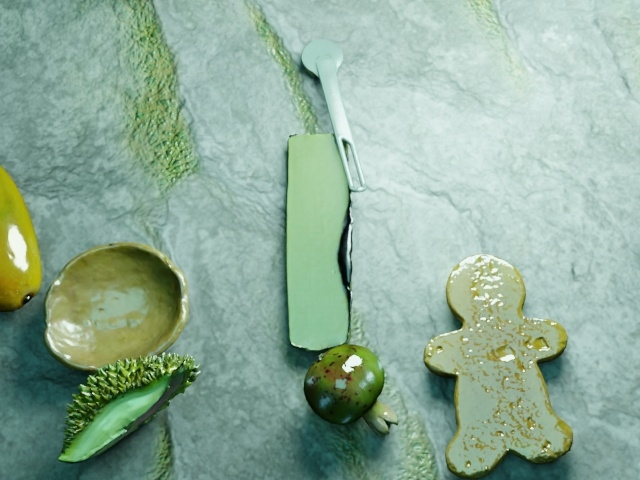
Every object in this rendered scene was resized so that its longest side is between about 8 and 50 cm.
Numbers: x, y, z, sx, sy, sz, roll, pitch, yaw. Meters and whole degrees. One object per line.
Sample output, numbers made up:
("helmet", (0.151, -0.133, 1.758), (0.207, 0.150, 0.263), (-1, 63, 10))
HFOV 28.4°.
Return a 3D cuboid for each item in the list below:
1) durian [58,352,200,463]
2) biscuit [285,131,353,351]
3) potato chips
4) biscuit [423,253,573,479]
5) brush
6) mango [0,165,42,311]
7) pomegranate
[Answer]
("durian", (-0.261, 0.206, 1.695), (0.221, 0.137, 0.095), (-33, 85, 6))
("biscuit", (0.000, 0.000, 1.791), (0.099, 0.038, 0.322), (-4, 74, 8))
("potato chips", (-0.285, 0.101, 1.774), (0.195, 0.062, 0.208), (40, 81, 13))
("biscuit", (0.239, 0.165, 1.716), (0.197, 0.049, 0.301), (-8, 73, -2))
("brush", (0.024, -0.178, 1.825), (0.062, 0.027, 0.266), (-10, 64, -8))
("mango", (-0.480, -0.013, 1.798), (0.138, 0.113, 0.253), (-20, 71, -1))
("pomegranate", (0.045, 0.206, 1.696), (0.114, 0.114, 0.142), (-45, 98, -8))
